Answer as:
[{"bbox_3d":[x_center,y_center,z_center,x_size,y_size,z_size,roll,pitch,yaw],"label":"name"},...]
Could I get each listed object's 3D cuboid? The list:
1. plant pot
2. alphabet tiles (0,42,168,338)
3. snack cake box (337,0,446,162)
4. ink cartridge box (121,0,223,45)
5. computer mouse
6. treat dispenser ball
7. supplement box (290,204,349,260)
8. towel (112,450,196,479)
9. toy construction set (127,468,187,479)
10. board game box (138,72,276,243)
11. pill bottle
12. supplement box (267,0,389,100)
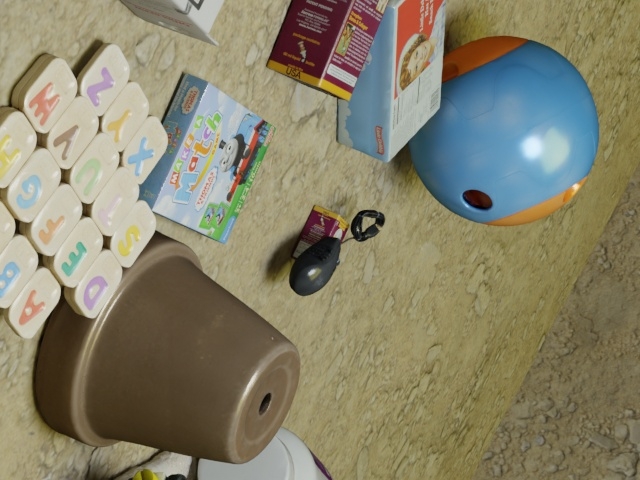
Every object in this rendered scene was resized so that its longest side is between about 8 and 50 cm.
[{"bbox_3d":[-0.155,0.144,1.800,0.263,0.229,0.263,-49,153,-37],"label":"plant pot"},{"bbox_3d":[-0.253,-0.049,1.611,0.278,0.021,0.284,-56,147,-24],"label":"alphabet tiles"},{"bbox_3d":[0.097,-0.259,2.171,0.152,0.089,0.264,-46,149,-39],"label":"snack cake box"},{"bbox_3d":[-0.161,-0.262,1.566,0.060,0.104,0.180,-66,158,-6],"label":"ink cartridge box"},{"bbox_3d":[0.033,0.016,2.230,0.242,0.041,0.071,-37,140,-48],"label":"computer mouse"},{"bbox_3d":[0.276,-0.164,2.400,0.288,0.288,0.288,-48,151,-38],"label":"treat dispenser ball"},{"bbox_3d":[0.000,0.000,2.253,0.083,0.043,0.055,-64,158,-6],"label":"supplement box"},{"bbox_3d":[-0.248,0.416,2.081,0.187,0.049,0.282,-23,132,-60],"label":"towel"},{"bbox_3d":[-0.205,0.402,1.920,0.328,0.151,0.215,88,6,-57],"label":"toy construction set"},{"bbox_3d":[-0.135,-0.092,1.870,0.160,0.039,0.211,-66,157,-1],"label":"board game box"},{"bbox_3d":[-0.077,0.348,2.215,0.169,0.169,0.301,-62,162,-13],"label":"pill bottle"},{"bbox_3d":[0.019,-0.281,1.982,0.104,0.080,0.188,15,98,-67],"label":"supplement box"}]
